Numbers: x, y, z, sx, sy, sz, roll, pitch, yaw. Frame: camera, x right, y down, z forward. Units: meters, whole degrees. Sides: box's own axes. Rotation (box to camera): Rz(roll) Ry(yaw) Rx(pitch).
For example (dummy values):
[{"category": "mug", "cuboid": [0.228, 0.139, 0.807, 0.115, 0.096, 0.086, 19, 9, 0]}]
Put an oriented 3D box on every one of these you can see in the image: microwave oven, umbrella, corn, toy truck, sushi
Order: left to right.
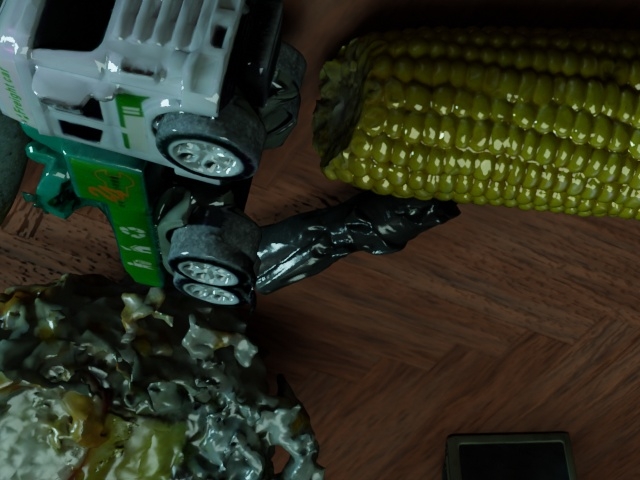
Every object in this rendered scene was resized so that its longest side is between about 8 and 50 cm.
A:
[{"category": "sushi", "cuboid": [-0.200, 0.203, 1.078, 0.417, 0.176, 0.418, -5, 119, -9]}, {"category": "toy truck", "cuboid": [-0.105, -0.075, 0.785, 0.177, 0.177, 0.363, 13, 159, -2]}, {"category": "umbrella", "cuboid": [0.000, 0.000, 1.005, 0.235, 0.059, 0.066, -20, 177, 24]}, {"category": "microwave oven", "cuboid": [0.196, 0.346, 1.251, 0.145, 0.241, 0.194, -1, 138, -1]}, {"category": "corn", "cuboid": [0.190, -0.082, 0.855, 0.387, 0.144, 0.144, 2, 138, -5]}]

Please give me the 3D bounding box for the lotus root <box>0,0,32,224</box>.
[{"category": "lotus root", "cuboid": [-0.269, -0.102, 0.829, 0.158, 0.140, 0.322, 13, 133, -14]}]
